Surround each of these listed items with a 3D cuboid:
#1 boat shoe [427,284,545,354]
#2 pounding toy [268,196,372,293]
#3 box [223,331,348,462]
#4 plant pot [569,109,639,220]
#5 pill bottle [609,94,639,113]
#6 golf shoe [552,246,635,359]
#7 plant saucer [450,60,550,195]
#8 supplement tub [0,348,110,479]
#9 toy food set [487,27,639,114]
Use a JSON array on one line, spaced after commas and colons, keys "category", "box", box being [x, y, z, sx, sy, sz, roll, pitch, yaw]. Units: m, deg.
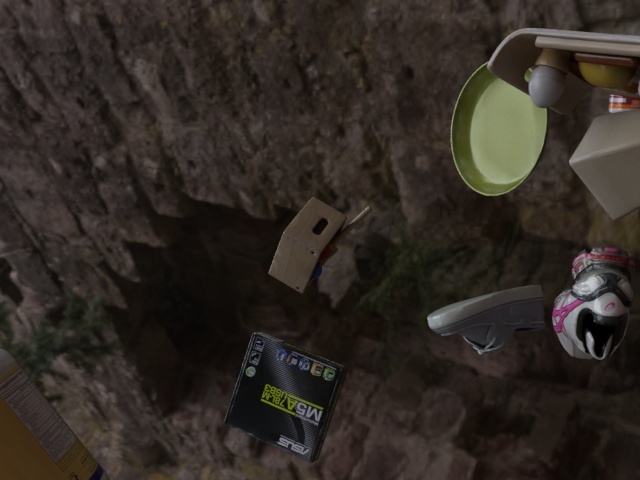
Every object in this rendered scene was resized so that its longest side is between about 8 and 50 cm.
[{"category": "boat shoe", "box": [0.240, 0.114, 1.124, 0.227, 0.079, 0.081, -7, -99, -41]}, {"category": "pounding toy", "box": [0.000, 0.000, 1.398, 0.141, 0.100, 0.130, -52, -10, -44]}, {"category": "box", "box": [-0.065, 0.287, 1.510, 0.184, 0.190, 0.045, -70, -20, 1]}, {"category": "plant pot", "box": [0.412, -0.108, 1.068, 0.109, 0.096, 0.109, 48, -123, -13]}, {"category": "pill bottle", "box": [0.643, -0.337, 1.683, 0.086, 0.086, 0.152, -19, -68, -59]}, {"category": "golf shoe", "box": [0.269, 0.085, 0.821, 0.186, 0.067, 0.086, 74, -154, -57]}, {"category": "plant saucer", "box": [0.320, -0.197, 1.434, 0.037, 0.241, 0.241, 1, -81, -30]}, {"category": "supplement tub", "box": [-0.483, 0.303, 1.149, 0.331, 0.241, 0.241, 53, -138, -7]}, {"category": "toy food set", "box": [0.400, -0.189, 1.071, 0.219, 0.306, 0.093, 16, -85, -43]}]
